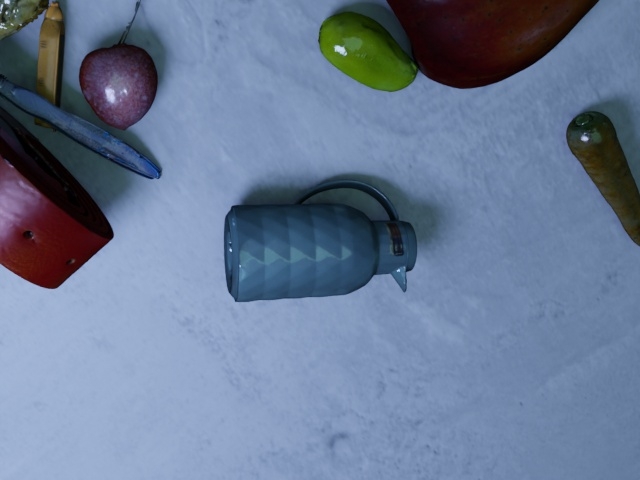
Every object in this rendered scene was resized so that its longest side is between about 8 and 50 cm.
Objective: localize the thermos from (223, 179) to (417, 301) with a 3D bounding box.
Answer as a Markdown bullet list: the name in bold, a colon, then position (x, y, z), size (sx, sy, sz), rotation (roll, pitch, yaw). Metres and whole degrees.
- **thermos**: position (0.000, 0.000, 1.211), size (0.286, 0.145, 0.182), rotation (-4, 72, -13)

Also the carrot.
- **carrot**: position (0.492, -0.082, 1.324), size (0.078, 0.078, 0.298), rotation (-35, 112, -1)

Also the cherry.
- **cherry**: position (-0.282, -0.262, 1.099), size (0.106, 0.090, 0.226), rotation (-5, 105, -8)

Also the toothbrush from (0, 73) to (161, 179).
- **toothbrush**: position (-0.378, -0.180, 1.069), size (0.413, 0.042, 0.035), rotation (32, 79, -37)

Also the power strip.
- **power strip**: position (-0.373, -0.240, 1.108), size (0.028, 0.049, 0.178), rotation (7, 103, -9)

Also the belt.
- **belt**: position (-0.422, -0.085, 1.045), size (0.115, 0.227, 0.324), rotation (-43, 106, 0)

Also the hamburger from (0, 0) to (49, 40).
- **hamburger**: position (-0.455, -0.348, 1.037), size (0.183, 0.130, 0.206), rotation (-29, 90, -5)

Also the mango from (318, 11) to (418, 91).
- **mango**: position (0.073, -0.275, 1.179), size (0.165, 0.074, 0.091), rotation (23, 98, -16)

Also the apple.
- **apple**: position (0.249, -0.414, 1.159), size (0.364, 0.295, 0.329), rotation (-25, 146, -3)
